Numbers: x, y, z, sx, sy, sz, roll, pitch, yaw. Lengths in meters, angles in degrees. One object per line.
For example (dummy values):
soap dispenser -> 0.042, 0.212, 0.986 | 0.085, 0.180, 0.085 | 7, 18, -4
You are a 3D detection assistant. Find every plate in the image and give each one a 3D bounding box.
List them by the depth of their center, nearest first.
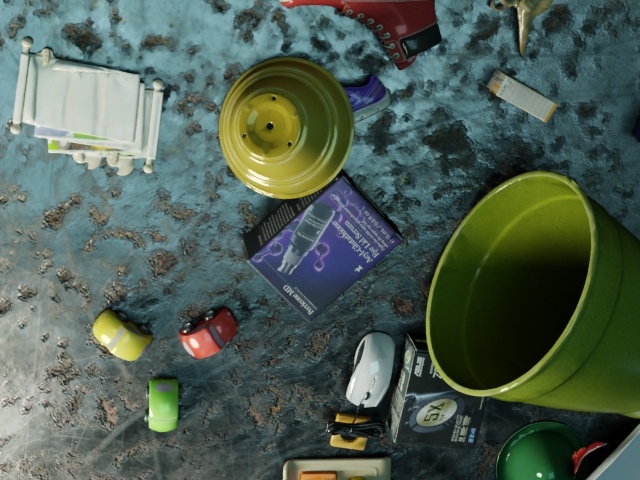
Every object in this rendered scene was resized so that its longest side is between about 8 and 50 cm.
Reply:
plate -> 0.583, 0.453, 2.048 | 0.277, 0.045, 0.278 | 36, 100, -33

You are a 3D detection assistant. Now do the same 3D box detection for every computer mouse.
computer mouse -> 0.079, 0.251, 1.916 | 0.106, 0.042, 0.193 | 12, 101, -12

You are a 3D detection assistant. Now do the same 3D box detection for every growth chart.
growth chart -> -0.355, -0.196, 1.713 | 0.237, 0.021, 0.172 | 14, 107, -13

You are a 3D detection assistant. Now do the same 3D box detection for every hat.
hat -> 0.414, 0.427, 1.964 | 0.173, 0.183, 0.208 | -23, 111, -2

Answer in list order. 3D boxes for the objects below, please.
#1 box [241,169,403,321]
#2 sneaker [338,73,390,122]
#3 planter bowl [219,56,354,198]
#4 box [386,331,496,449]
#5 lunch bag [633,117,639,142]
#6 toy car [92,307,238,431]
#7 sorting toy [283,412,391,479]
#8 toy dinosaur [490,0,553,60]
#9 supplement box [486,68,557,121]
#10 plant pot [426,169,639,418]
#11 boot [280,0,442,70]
box -> 0.000, 0.000, 1.791 | 0.207, 0.108, 0.153 | -43, 110, 7
sneaker -> 0.024, -0.206, 1.757 | 0.170, 0.068, 0.071 | -27, 96, -8
planter bowl -> -0.065, -0.170, 1.684 | 0.217, 0.090, 0.217 | 1, 93, 15
box -> 0.206, 0.258, 1.929 | 0.147, 0.077, 0.180 | 8, 108, -11
lunch bag -> 0.552, -0.177, 1.820 | 0.065, 0.098, 0.067 | 14, 111, -11
toy car -> -0.256, 0.223, 1.857 | 0.239, 0.053, 0.225 | 1, 109, -9
sorting toy -> 0.031, 0.472, 1.993 | 0.196, 0.047, 0.347 | -2, 109, -8
toy dinosaur -> 0.315, -0.370, 1.740 | 0.093, 0.053, 0.183 | 8, 108, -13
supplement box -> 0.319, -0.231, 1.784 | 0.098, 0.062, 0.036 | 26, 104, -17
plant pot -> 0.420, 0.125, 1.800 | 0.353, 0.366, 0.366 | 25, 104, -28
boot -> 0.063, -0.334, 1.698 | 0.244, 0.088, 0.176 | -11, 112, -9
